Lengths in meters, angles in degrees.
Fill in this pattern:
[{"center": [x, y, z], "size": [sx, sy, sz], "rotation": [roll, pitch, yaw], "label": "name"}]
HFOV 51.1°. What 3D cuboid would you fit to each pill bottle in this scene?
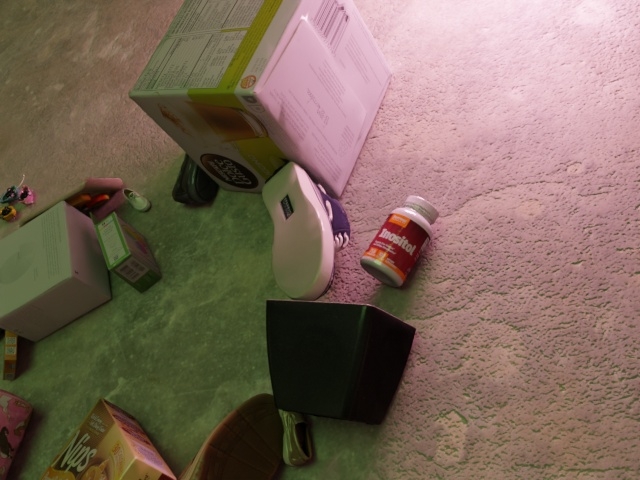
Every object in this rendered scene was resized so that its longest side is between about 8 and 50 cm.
[{"center": [0.142, -0.001, 1.176], "size": [0.086, 0.086, 0.152], "rotation": [22, 72, 39], "label": "pill bottle"}]

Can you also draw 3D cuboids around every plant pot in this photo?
[{"center": [0.025, 0.197, 1.059], "size": [0.187, 0.188, 0.167], "rotation": [0, 74, 30], "label": "plant pot"}]

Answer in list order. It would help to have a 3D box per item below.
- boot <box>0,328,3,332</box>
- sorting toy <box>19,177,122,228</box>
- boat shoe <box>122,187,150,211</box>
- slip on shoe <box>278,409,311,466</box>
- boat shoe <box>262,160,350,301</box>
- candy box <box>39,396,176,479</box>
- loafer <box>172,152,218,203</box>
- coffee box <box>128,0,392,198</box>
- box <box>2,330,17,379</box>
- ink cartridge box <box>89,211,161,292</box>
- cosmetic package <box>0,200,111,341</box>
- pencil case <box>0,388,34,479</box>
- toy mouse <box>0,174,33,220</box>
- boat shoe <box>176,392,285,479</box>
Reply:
[{"center": [-0.796, 0.152, 1.640], "size": [0.137, 0.077, 0.198], "rotation": [-33, 61, 1], "label": "boot"}, {"center": [-0.598, -0.083, 1.626], "size": [0.208, 0.193, 0.038], "rotation": [-31, 89, 11], "label": "sorting toy"}, {"center": [-0.450, -0.101, 1.625], "size": [0.035, 0.035, 0.100], "rotation": [-49, 48, -8], "label": "boat shoe"}, {"center": [-0.039, 0.299, 1.096], "size": [0.041, 0.051, 0.135], "rotation": [-28, 50, 34], "label": "slip on shoe"}, {"center": [0.000, 0.000, 1.184], "size": [0.127, 0.158, 0.340], "rotation": [-40, 37, 23], "label": "boat shoe"}, {"center": [-0.366, 0.401, 1.120], "size": [0.183, 0.087, 0.316], "rotation": [-55, 24, -13], "label": "candy box"}, {"center": [-0.276, -0.221, 1.563], "size": [0.095, 0.109, 0.302], "rotation": [-6, 59, 32], "label": "loafer"}, {"center": [-0.108, -0.319, 1.372], "size": [0.334, 0.337, 0.338], "rotation": [7, 64, 35], "label": "coffee box"}, {"center": [-0.703, 0.237, 1.517], "size": [0.136, 0.028, 0.081], "rotation": [-108, 33, -41], "label": "box"}, {"center": [-0.438, 0.009, 1.493], "size": [0.062, 0.109, 0.209], "rotation": [-38, 48, 2], "label": "ink cartridge box"}, {"center": [-0.618, 0.071, 1.529], "size": [0.225, 0.138, 0.224], "rotation": [-30, 54, 12], "label": "cosmetic package"}, {"center": [-0.713, 0.470, 1.308], "size": [0.160, 0.167, 0.386], "rotation": [-18, 47, 50], "label": "pencil case"}, {"center": [-0.845, -0.119, 1.871], "size": [0.161, 0.031, 0.143], "rotation": [-9, 56, 25], "label": "toy mouse"}, {"center": [-0.176, 0.390, 1.062], "size": [0.123, 0.123, 0.342], "rotation": [-28, 23, 53], "label": "boat shoe"}]
